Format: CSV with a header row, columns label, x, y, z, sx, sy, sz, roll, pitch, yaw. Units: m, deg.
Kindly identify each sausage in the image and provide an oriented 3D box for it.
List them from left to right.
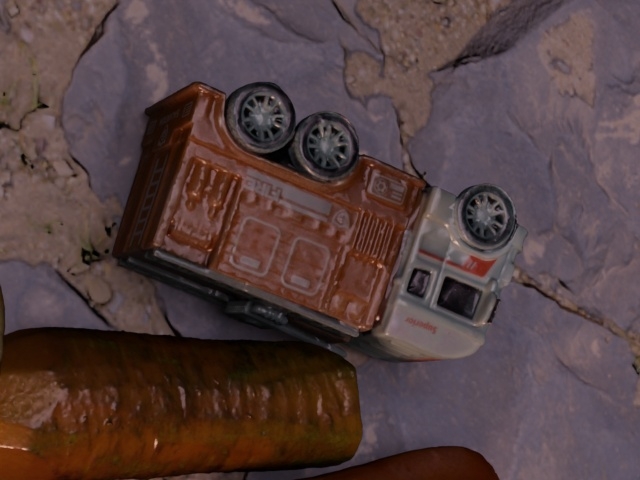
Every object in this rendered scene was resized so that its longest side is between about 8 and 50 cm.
label,x,y,z,sx,sy,sz,roll,pitch,yaw
sausage,0.015,0.221,1.278,0.300,0.083,0.089,-11,124,-31

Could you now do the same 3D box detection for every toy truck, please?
label,x,y,z,sx,sy,sz,roll,pitch,yaw
toy truck,0.000,0.000,1.297,0.305,0.136,0.162,23,76,-21

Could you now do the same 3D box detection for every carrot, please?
label,x,y,z,sx,sy,sz,roll,pitch,yaw
carrot,-0.117,0.119,1.215,0.301,0.114,0.114,2,78,-32

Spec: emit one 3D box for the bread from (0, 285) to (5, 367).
label,x,y,z,sx,sy,sz,roll,pitch,yaw
bread,-0.298,0.096,1.084,0.158,0.156,0.261,33,91,-12
